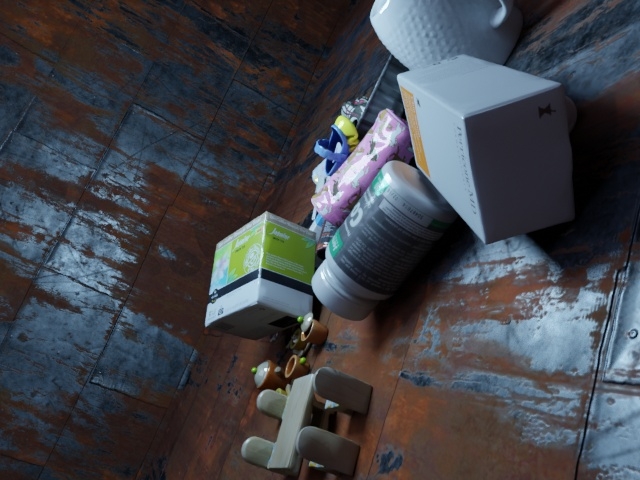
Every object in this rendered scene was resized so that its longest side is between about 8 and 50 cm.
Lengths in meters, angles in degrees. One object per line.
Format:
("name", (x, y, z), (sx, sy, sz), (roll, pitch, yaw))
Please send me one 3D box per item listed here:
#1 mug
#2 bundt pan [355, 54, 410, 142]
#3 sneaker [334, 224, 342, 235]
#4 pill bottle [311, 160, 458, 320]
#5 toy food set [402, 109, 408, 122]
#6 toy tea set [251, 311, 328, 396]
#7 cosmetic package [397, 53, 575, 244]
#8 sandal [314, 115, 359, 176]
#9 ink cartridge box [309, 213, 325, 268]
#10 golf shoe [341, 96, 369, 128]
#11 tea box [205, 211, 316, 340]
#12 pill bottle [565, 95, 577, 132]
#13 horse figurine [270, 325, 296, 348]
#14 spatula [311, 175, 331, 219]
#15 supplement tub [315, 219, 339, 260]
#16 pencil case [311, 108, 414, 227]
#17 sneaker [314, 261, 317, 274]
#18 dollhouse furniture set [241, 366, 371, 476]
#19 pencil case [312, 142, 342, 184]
("mug", (0.327, -0.575, 1.365), (0.276, 0.328, 0.374), (-67, 17, -9))
("bundt pan", (0.219, -0.451, 1.797), (0.331, 0.124, 0.331), (-155, 90, -88))
("sneaker", (0.120, 0.006, 1.536), (0.319, 0.112, 0.131), (127, 133, -68))
("pill bottle", (0.141, 0.010, 1.269), (0.361, 0.204, 0.204), (-55, 18, 26))
("toy food set", (0.279, -0.390, 1.749), (0.132, 0.038, 0.192), (-59, 17, 16))
("toy tea set", (-0.109, 0.361, 1.647), (0.336, 0.124, 0.200), (-63, 16, 4))
("cosmetic package", (0.291, -0.200, 1.022), (0.161, 0.230, 0.453), (-17, 24, 2))
("sandal", (0.072, -0.249, 1.742), (0.138, 0.317, 0.126), (-31, 40, -6))
("ink cartridge box", (0.000, 0.000, 1.897), (0.180, 0.104, 0.060), (-58, 17, 17))
("golf shoe", (0.143, -0.527, 2.273), (0.273, 0.105, 0.120), (-169, 97, -74))
("tea box", (-0.201, 0.130, 1.806), (0.329, 0.220, 0.323), (-28, 49, 43))
("pill bottle", (0.410, -0.250, 1.033), (0.094, 0.094, 0.169), (-58, 17, 19))
("horse figurine", (-0.128, 0.290, 1.924), (0.263, 0.066, 0.174), (-10, 61, 71))
("spatula", (0.028, -0.195, 1.999), (0.168, 0.019, 0.242), (-32, 34, 37))
("supplement tub", (0.056, -0.029, 1.768), (0.106, 0.106, 0.198), (-39, 30, 55))
("pencil case", (0.136, -0.205, 1.616), (0.386, 0.160, 0.167), (-51, 17, 16))
("sneaker", (-0.093, 0.100, 2.055), (0.343, 0.134, 0.146), (-145, 56, -70))
("dollhouse furniture set", (-0.115, 0.493, 1.231), (0.362, 0.256, 0.394), (-39, 30, 55))
("pencil case", (0.076, -0.318, 2.116), (0.273, 0.124, 0.113), (-53, 20, 36))
